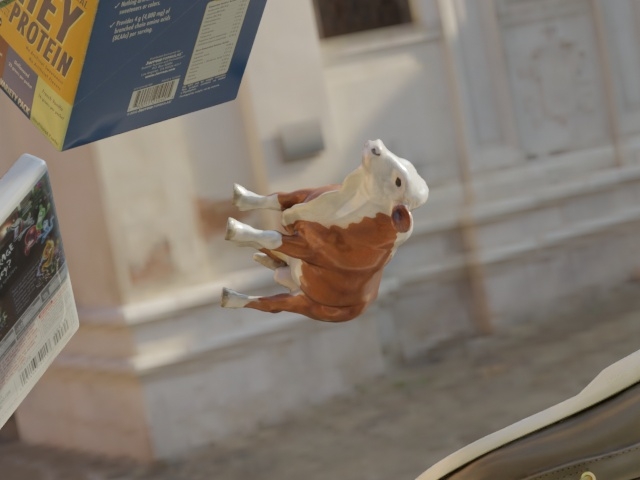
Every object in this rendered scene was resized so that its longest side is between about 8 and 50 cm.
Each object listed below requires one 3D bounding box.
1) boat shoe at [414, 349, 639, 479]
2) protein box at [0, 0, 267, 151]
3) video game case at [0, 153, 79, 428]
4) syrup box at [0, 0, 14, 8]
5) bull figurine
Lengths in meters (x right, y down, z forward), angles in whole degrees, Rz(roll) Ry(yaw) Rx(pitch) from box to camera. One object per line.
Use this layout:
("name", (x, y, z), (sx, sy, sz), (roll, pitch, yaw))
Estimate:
("boat shoe", (0.179, 0.163, 1.320), (0.305, 0.091, 0.109), (-34, -21, 29))
("protein box", (-0.159, -0.212, 1.563), (0.200, 0.201, 0.136), (-21, 54, -39))
("video game case", (-0.221, 0.066, 1.175), (0.022, 0.173, 0.190), (23, 54, 19))
("syrup box", (-0.261, -0.253, 1.155), (0.093, 0.237, 0.096), (-30, 34, -5))
("bull figurine", (0.000, 0.000, 1.876), (0.188, 0.101, 0.310), (8, -28, -2))
